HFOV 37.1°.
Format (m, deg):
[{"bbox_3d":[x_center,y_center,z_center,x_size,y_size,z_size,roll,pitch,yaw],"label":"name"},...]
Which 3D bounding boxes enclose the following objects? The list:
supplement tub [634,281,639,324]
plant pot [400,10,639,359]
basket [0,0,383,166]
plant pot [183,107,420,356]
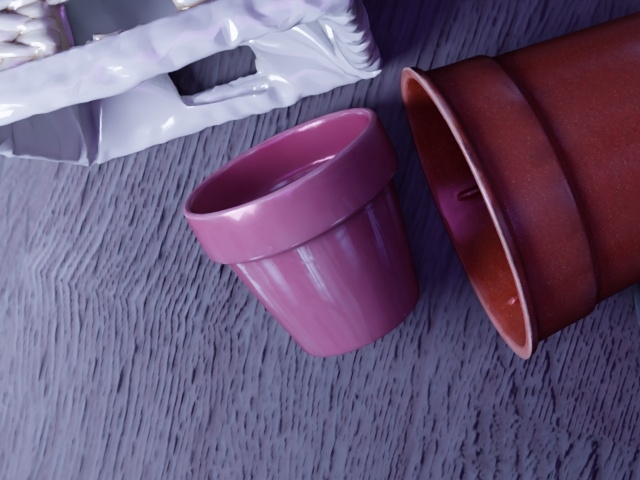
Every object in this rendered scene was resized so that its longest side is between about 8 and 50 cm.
[{"bbox_3d":[0.402,0.049,0.895,0.198,0.106,0.106,0,96,6],"label":"supplement tub"},{"bbox_3d":[0.244,-0.073,0.832,0.265,0.272,0.272,-22,93,0],"label":"plant pot"},{"bbox_3d":[-0.145,-0.235,0.816,0.328,0.331,0.266,-17,88,7],"label":"basket"},{"bbox_3d":[0.000,0.000,0.896,0.201,0.201,0.180,-25,108,8],"label":"plant pot"}]
